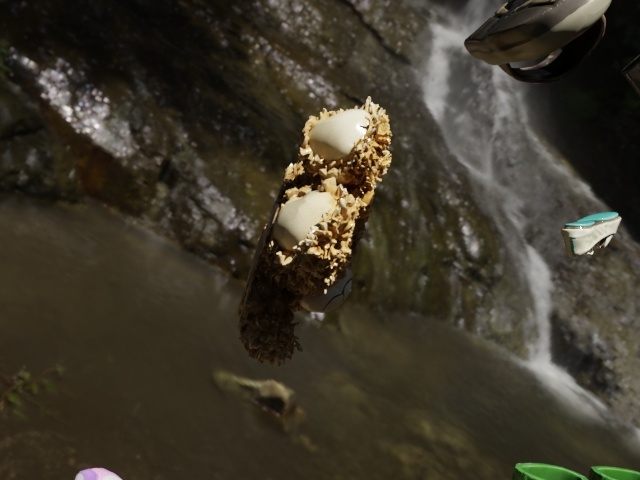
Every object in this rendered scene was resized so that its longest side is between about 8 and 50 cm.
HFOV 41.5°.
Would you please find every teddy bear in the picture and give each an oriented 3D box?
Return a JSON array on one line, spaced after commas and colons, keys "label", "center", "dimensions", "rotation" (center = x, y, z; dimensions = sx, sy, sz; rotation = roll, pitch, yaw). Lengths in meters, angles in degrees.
[{"label": "teddy bear", "center": [0.000, 0.000, 0.833], "dimensions": [0.113, 0.338, 0.245], "rotation": [19, 51, -4]}]

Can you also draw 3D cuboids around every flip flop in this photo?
[{"label": "flip flop", "center": [0.183, -0.165, 0.668], "dimensions": [0.080, 0.112, 0.277], "rotation": [46, 14, -7]}]

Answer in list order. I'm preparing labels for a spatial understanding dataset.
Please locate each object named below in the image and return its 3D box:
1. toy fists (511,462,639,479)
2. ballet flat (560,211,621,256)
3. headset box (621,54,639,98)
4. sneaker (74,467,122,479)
[{"label": "toy fists", "center": [0.341, 0.373, 1.088], "dimensions": [0.279, 0.142, 0.096], "rotation": [11, 4, -33]}, {"label": "ballet flat", "center": [0.394, -0.007, 1.236], "dimensions": [0.057, 0.052, 0.168], "rotation": [-1, 7, 40]}, {"label": "headset box", "center": [0.243, -0.110, 0.531], "dimensions": [0.032, 0.083, 0.062], "rotation": [-8, 63, -43]}, {"label": "sneaker", "center": [-0.272, 0.356, 0.957], "dimensions": [0.105, 0.236, 0.095], "rotation": [32, 12, 32]}]
